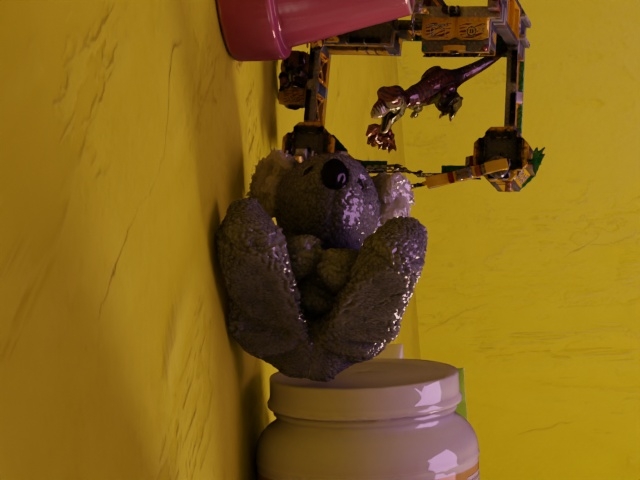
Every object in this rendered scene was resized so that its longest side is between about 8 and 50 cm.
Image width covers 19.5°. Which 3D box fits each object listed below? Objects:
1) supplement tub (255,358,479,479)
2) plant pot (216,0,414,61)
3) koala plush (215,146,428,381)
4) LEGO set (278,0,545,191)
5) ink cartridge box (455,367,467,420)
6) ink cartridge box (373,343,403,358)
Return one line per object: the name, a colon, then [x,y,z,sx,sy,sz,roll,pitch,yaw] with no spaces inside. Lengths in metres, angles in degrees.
supplement tub: [0.050,0.288,1.891,0.228,0.228,0.316,-37,124,-81]
plant pot: [-0.001,-0.281,1.830,0.201,0.180,0.201,-3,90,-83]
koala plush: [0.000,0.000,1.818,0.203,0.196,0.221,97,-1,-46]
LEGO set: [0.085,-0.173,2.003,0.192,0.331,0.255,32,69,-72]
ink cartridge box: [0.105,0.305,2.458,0.097,0.189,0.255,-67,153,-68]
ink cartridge box: [0.074,0.273,2.588,0.158,0.092,0.218,-70,155,-70]
